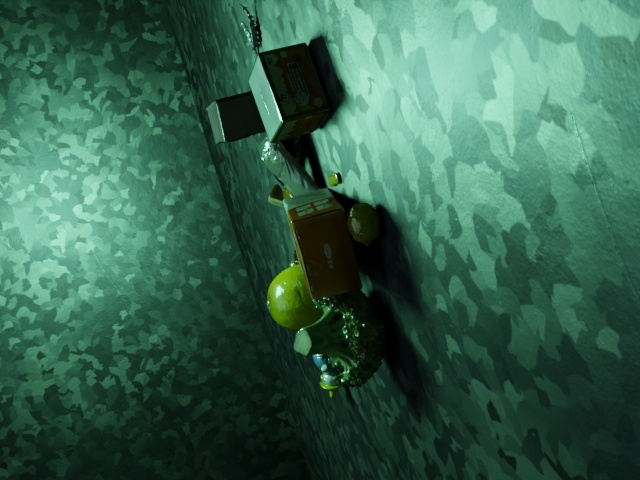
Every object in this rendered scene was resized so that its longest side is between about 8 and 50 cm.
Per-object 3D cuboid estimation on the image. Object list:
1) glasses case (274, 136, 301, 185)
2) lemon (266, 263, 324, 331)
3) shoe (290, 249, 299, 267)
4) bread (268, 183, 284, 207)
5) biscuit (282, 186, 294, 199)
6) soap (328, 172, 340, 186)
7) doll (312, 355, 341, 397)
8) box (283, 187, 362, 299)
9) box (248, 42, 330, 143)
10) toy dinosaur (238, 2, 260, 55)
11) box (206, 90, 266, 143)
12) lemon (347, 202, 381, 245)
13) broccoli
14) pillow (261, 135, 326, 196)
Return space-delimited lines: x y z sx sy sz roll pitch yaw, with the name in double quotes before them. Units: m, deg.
"glasses case" -0.118 -0.296 2.042 0.122 0.082 0.321 62 162 23
"lemon" -0.079 0.207 2.229 0.240 0.219 0.240 165 90 -78
"shoe" -0.074 0.075 2.344 0.069 0.072 0.109 28 159 8
"bread" -0.169 -0.162 2.419 0.109 0.062 0.043 57 158 33
"biscuit" -0.063 -0.087 2.130 0.220 0.066 0.220 160 90 -78
"soap" 0.038 -0.170 1.780 0.089 0.012 0.034 171 80 -75
"doll" 0.029 0.475 2.389 0.135 0.099 0.241 21 126 64
"box" 0.000 0.000 1.741 0.341 0.143 0.225 -121 16 -74
"box" -0.084 -0.391 1.698 0.177 0.148 0.195 144 108 -71
"toy dinosaur" -0.225 -0.678 2.055 0.082 0.039 0.209 56 169 37
"box" -0.304 -0.448 2.326 0.252 0.188 0.153 -164 57 -69
"lemon" 0.108 -0.039 1.563 0.082 0.082 0.110 33 143 66
"broccoli" 0.068 0.258 1.791 0.288 0.235 0.260 54 -168 27
"pillow" -0.096 -0.209 1.945 0.255 0.059 0.169 50 153 0
